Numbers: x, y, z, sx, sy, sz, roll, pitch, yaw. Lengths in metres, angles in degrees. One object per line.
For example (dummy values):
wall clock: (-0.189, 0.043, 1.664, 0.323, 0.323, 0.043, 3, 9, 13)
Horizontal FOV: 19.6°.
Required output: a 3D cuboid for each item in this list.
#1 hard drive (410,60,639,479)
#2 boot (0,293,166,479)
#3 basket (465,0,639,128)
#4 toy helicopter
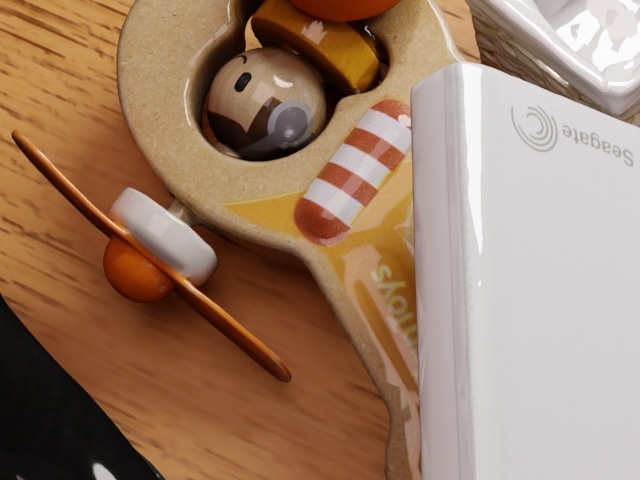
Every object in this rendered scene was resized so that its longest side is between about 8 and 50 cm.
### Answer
hard drive: (0.143, 0.113, 0.820, 0.233, 0.047, 0.353, 18, 59, -33)
boot: (-0.183, 0.061, 0.829, 0.131, 0.260, 0.348, -38, 68, -12)
basket: (0.168, -0.133, 0.977, 0.167, 0.103, 0.113, -42, 68, -15)
toy helicopter: (0.000, 0.000, 0.913, 0.235, 0.140, 0.355, -25, 66, -3)
